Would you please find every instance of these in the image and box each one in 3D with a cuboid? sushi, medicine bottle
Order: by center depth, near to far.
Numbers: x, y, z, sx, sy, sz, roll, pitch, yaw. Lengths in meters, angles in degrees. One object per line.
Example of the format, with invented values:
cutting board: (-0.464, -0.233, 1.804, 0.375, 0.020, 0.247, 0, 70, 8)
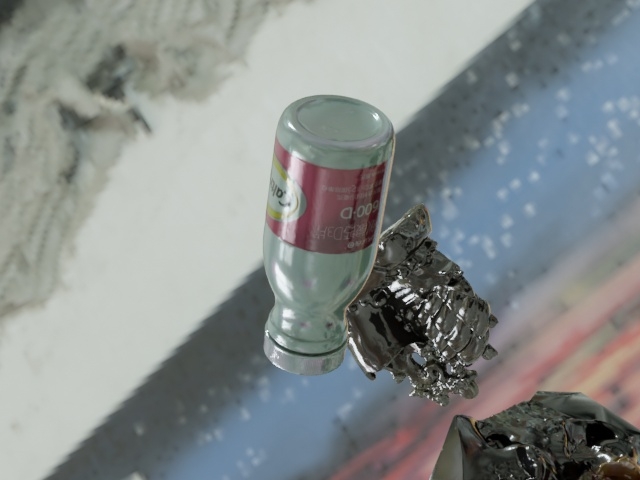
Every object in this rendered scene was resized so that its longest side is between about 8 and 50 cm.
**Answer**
medicine bottle: (0.000, 0.000, 1.369, 0.090, 0.090, 0.216, -12, -52, -29)
sushi: (0.232, 0.300, 1.794, 0.227, 0.212, 0.215, -2, -60, -49)

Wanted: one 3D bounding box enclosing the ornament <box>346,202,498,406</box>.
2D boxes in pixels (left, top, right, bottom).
ornament: (0.129, 0.108, 2.302, 0.251, 0.260, 0.106, -40, 7, 44)
